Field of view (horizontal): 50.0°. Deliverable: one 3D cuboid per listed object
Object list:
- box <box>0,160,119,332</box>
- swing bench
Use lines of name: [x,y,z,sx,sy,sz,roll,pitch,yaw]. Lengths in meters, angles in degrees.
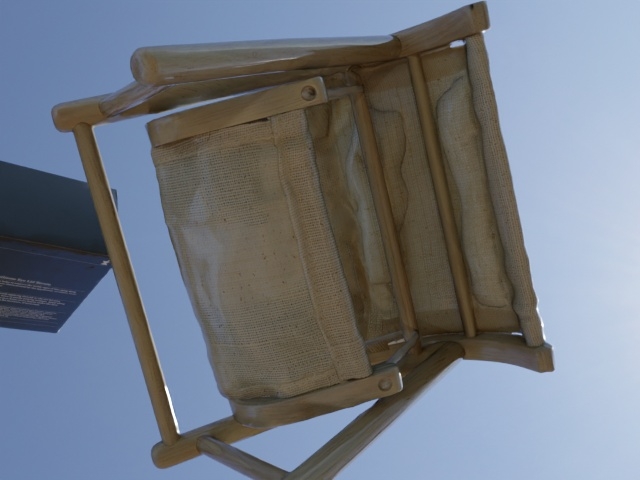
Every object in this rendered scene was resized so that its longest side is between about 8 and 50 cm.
box: [-0.373,0.002,0.726,0.261,0.184,0.103,15,-129,-38]
swing bench: [0.000,0.000,0.456,0.255,0.165,0.253,-19,-80,-34]
